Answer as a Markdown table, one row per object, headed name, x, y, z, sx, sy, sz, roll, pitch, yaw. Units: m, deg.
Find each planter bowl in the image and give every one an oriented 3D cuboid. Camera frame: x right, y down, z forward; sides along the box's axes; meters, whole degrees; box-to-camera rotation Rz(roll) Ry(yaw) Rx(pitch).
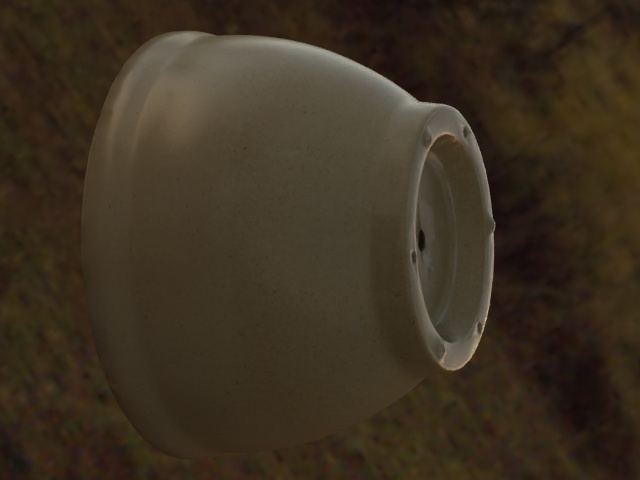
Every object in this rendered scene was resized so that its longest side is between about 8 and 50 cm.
| name | x | y | z | sx | sy | sz | roll | pitch | yaw |
| --- | --- | --- | --- | --- | --- | --- | --- | --- | --- |
| planter bowl | 0.000 | 0.000 | 0.648 | 0.162 | 0.109 | 0.162 | -2 | 90 | -67 |
